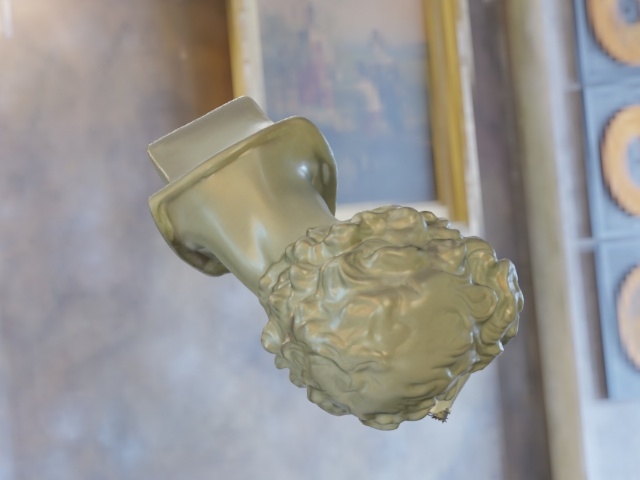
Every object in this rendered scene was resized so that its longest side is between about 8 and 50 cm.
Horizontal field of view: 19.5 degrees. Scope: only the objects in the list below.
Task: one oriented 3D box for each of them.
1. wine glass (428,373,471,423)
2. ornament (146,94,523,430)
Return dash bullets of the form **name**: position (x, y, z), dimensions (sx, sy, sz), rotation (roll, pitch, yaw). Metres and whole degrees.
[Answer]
- **wine glass**: position (0.102, 0.100, 1.447), dimensions (0.039, 0.083, 0.042), rotation (23, -9, 7)
- **ornament**: position (-0.015, 0.003, 1.064), dimensions (0.130, 0.120, 0.285), rotation (-41, 44, -15)
